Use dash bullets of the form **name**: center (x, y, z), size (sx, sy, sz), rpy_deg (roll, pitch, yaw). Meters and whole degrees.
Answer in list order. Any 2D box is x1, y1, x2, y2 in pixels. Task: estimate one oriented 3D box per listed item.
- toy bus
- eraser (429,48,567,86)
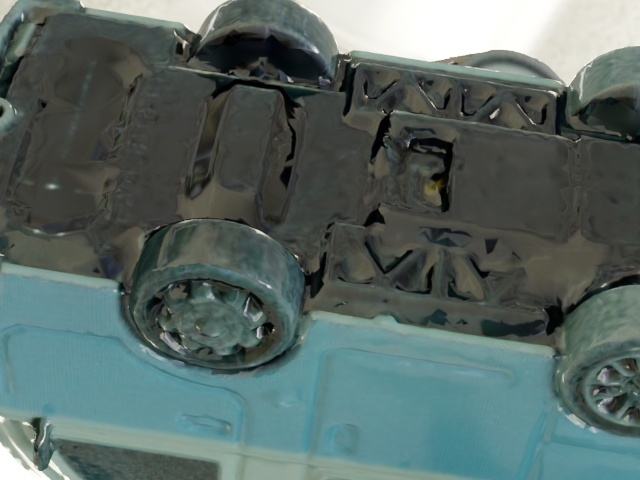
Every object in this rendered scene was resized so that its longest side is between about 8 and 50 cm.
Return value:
- **toy bus**: center (0.017, 0.025, 0.558), size (0.271, 0.164, 0.133), rpy_deg (9, -132, 0)
- **eraser**: center (0.000, 0.000, 0.848), size (0.171, 0.290, 0.087), rpy_deg (-7, -104, -27)
